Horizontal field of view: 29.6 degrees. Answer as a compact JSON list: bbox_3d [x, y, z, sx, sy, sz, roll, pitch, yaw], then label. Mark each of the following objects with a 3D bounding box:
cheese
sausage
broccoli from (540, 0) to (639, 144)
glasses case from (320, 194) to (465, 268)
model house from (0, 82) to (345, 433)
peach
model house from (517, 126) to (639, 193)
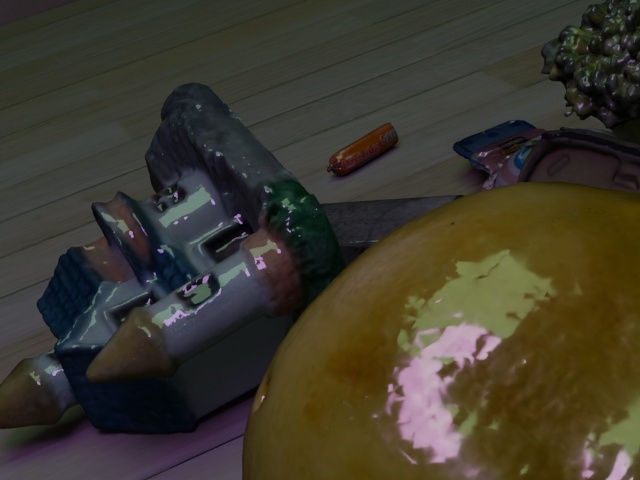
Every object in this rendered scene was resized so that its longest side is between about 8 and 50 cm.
[{"bbox_3d":[0.237,-0.074,1.250,0.188,0.074,0.286,-20,26,-14],"label":"cheese"},{"bbox_3d":[0.048,-0.107,1.456,0.107,0.031,0.031,-32,32,-32],"label":"sausage"},{"bbox_3d":[0.369,-0.122,1.046,0.334,0.272,0.324,12,37,28],"label":"broccoli"},{"bbox_3d":[0.000,0.000,1.241,0.299,0.060,0.114,-3,35,23],"label":"glasses case"},{"bbox_3d":[-0.167,0.053,1.064,0.325,0.194,0.267,-31,46,-13],"label":"model house"},{"bbox_3d":[0.122,0.120,0.706,0.314,0.281,0.316,36,80,23],"label":"peach"},{"bbox_3d":[0.308,0.037,0.942,0.278,0.205,0.218,4,14,-36],"label":"model house"}]
